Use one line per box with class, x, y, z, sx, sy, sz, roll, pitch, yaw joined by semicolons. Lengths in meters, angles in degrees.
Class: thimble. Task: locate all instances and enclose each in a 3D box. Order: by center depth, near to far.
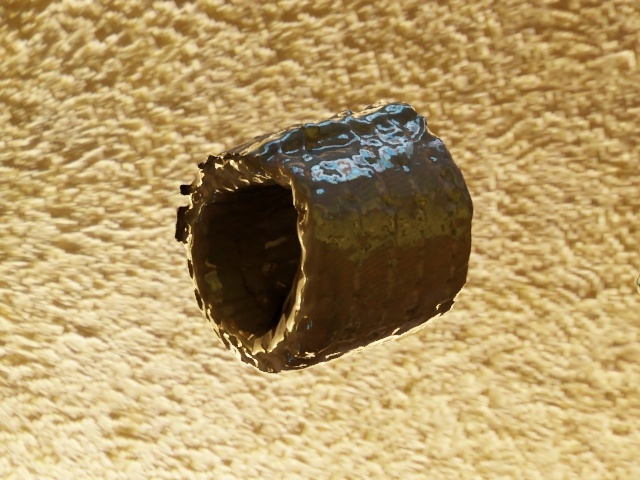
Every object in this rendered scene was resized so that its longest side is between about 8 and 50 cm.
thimble;0.000;0.000;0.616;0.090;0.115;0.102;-16;-128;-32

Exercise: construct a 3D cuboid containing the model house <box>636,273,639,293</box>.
model house;0.496;0.115;1.351;0.340;0.300;0.323;-40;-58;-59
